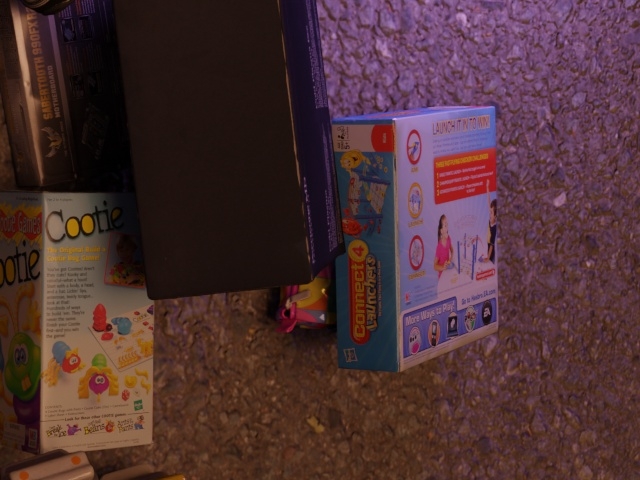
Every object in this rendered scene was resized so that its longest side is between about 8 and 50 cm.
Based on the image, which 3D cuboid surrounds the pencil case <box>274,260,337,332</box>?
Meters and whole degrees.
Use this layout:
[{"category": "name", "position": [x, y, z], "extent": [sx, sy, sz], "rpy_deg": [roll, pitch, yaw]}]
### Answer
[{"category": "pencil case", "position": [0.000, 0.000, 2.127], "extent": [0.104, 0.104, 0.236], "rpy_deg": [9, 85, -39]}]

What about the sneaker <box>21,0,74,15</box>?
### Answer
[{"category": "sneaker", "position": [-0.341, -0.389, 1.776], "extent": [0.146, 0.134, 0.343], "rpy_deg": [-19, 86, -55]}]

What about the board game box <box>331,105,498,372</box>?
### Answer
[{"category": "board game box", "position": [0.124, -0.011, 2.157], "extent": [0.308, 0.086, 0.302], "rpy_deg": [-13, 103, -61]}]

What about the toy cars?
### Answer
[{"category": "toy cars", "position": [-0.250, 0.276, 1.857], "extent": [0.087, 0.176, 0.394], "rpy_deg": [64, 15, 23]}]

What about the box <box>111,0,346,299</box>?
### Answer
[{"category": "box", "position": [-0.093, -0.128, 1.883], "extent": [0.179, 0.312, 0.343], "rpy_deg": [-6, 94, 7]}]

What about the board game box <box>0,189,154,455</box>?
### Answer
[{"category": "board game box", "position": [-0.277, 0.083, 1.881], "extent": [0.144, 0.142, 0.275], "rpy_deg": [-1, 93, -38]}]

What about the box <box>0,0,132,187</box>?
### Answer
[{"category": "box", "position": [-0.266, -0.186, 1.931], "extent": [0.183, 0.056, 0.231], "rpy_deg": [-15, 102, -36]}]
